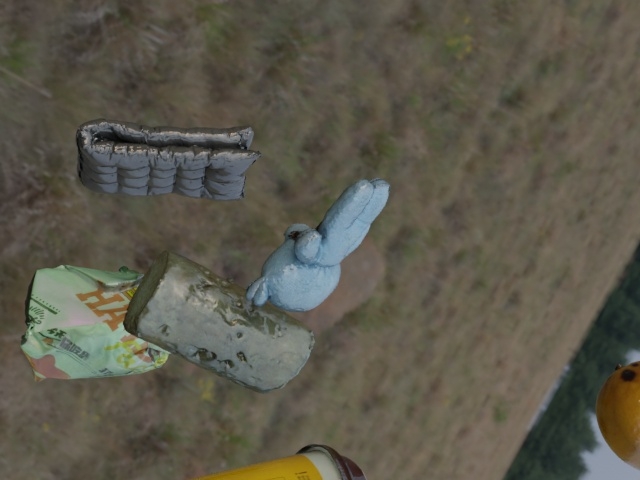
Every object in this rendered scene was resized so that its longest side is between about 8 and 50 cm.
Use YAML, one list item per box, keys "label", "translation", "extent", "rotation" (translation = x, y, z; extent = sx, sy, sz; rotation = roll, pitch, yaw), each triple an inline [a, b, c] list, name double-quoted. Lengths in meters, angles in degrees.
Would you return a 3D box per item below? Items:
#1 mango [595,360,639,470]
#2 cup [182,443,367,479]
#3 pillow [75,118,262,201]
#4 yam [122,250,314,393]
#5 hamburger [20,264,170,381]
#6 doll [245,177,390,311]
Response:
- label: "mango"
  translation: [0.359, 0.186, 1.108]
  extent: [0.115, 0.178, 0.090]
  rotation: [-60, 168, -17]
- label: "cup"
  translation: [-0.081, 0.368, 1.436]
  extent: [0.279, 0.196, 0.196]
  rotation: [-1, 129, -29]
- label: "pillow"
  translation: [-0.285, -0.145, 2.073]
  extent: [0.228, 0.326, 0.101]
  rotation: [123, -34, -69]
- label: "yam"
  translation: [-0.111, 0.096, 1.251]
  extent: [0.107, 0.194, 0.107]
  rotation: [-55, -163, 25]
- label: "hamburger"
  translation: [-0.303, 0.109, 1.576]
  extent: [0.235, 0.214, 0.125]
  rotation: [-110, -159, -67]
- label: "doll"
  translation: [-0.003, -0.002, 1.159]
  extent: [0.120, 0.075, 0.180]
  rotation: [0, 127, -49]
